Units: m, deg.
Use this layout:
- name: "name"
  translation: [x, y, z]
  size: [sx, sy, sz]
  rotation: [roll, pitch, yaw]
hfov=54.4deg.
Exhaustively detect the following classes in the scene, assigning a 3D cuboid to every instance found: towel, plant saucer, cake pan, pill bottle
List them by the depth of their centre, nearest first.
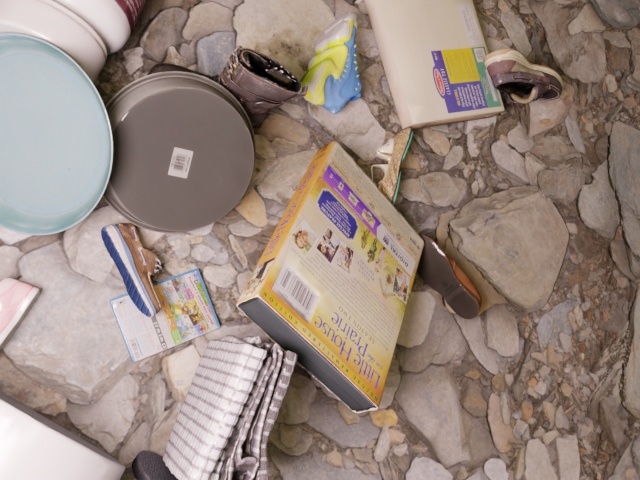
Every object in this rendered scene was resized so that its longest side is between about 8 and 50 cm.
- name: "plant saucer"
  translation: [-0.469, -0.167, 1.003]
  size: [0.318, 0.043, 0.317]
  rotation: [4, 106, 12]
- name: "towel"
  translation: [-0.143, 0.278, 1.010]
  size: [0.121, 0.284, 0.235]
  rotation: [26, 72, -17]
- name: "pill bottle"
  translation: [-0.408, -0.471, 1.081]
  size: [0.224, 0.224, 0.392]
  rotation: [24, 71, -17]
- name: "cake pan"
  translation: [-0.245, -0.142, 1.085]
  size: [0.293, 0.054, 0.293]
  rotation: [-10, 114, -22]

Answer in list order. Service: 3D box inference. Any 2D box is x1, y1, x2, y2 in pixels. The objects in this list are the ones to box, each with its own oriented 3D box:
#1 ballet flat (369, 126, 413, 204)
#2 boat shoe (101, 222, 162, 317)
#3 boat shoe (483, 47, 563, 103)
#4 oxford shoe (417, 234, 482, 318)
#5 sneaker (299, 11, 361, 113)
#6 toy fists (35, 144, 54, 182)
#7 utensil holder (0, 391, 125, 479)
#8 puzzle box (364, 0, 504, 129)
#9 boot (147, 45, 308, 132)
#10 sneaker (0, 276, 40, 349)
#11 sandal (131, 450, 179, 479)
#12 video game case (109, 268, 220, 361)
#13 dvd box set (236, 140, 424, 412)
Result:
- name: "ballet flat"
  translation: [0.146, -0.164, 1.341]
  size: [0.067, 0.073, 0.206]
  rotation: [18, 69, -4]
- name: "boat shoe"
  translation: [-0.316, 0.045, 1.095]
  size: [0.066, 0.066, 0.183]
  rotation: [-23, 80, -34]
- name: "boat shoe"
  translation: [0.485, -0.370, 1.482]
  size: [0.285, 0.103, 0.092]
  rotation: [9, 78, -45]
- name: "oxford shoe"
  translation: [0.274, 0.071, 1.357]
  size: [0.212, 0.076, 0.076]
  rotation: [53, 35, -2]
- name: "sneaker"
  translation: [0.042, -0.372, 1.340]
  size: [0.126, 0.091, 0.240]
  rotation: [40, 66, -31]
- name: "toy fists"
  translation: [-0.376, -0.193, 1.111]
  size: [0.279, 0.096, 0.142]
  rotation: [-13, 100, -24]
- name: "utensil holder"
  translation: [-0.494, 0.404, 0.820]
  size: [0.328, 0.328, 0.385]
  rotation: [36, 65, -12]
- name: "puzzle box"
  translation: [0.258, -0.468, 1.456]
  size: [0.272, 0.052, 0.408]
  rotation: [-12, 85, -25]
- name: "boot"
  translation: [-0.174, -0.296, 1.141]
  size: [0.263, 0.229, 0.091]
  rotation: [19, 73, -19]
- name: "sneaker"
  translation: [-0.523, 0.121, 1.010]
  size: [0.070, 0.051, 0.134]
  rotation: [31, 66, -13]
- name: "sandal"
  translation: [-0.232, 0.463, 1.046]
  size: [0.054, 0.097, 0.254]
  rotation: [-40, 96, 2]
- name: "video game case"
  translation: [-0.280, 0.133, 1.129]
  size: [0.166, 0.015, 0.119]
  rotation: [-20, 87, -25]
- name: "dvd box set"
  translation: [0.045, 0.053, 1.143]
  size: [0.307, 0.062, 0.420]
  rotation: [45, 43, -22]
